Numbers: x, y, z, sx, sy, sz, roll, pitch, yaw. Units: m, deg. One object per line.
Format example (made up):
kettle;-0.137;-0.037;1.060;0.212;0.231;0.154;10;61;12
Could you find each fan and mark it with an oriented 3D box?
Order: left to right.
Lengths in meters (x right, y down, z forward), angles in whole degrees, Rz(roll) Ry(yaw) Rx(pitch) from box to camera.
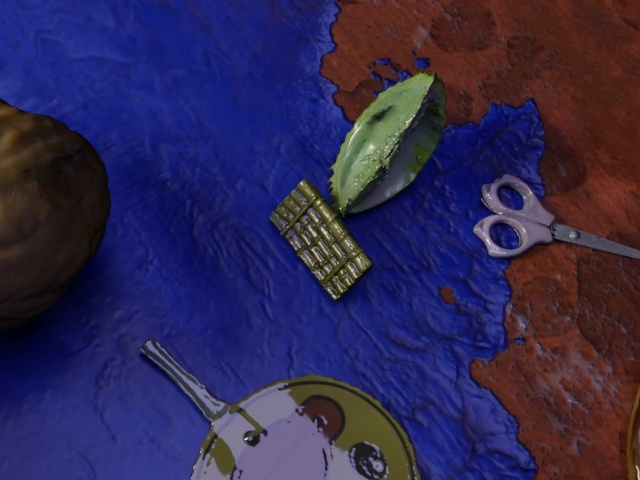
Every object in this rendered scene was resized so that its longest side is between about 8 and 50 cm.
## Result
fan;-0.043;0.206;1.101;0.335;0.011;0.229;42;65;9

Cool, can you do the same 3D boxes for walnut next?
walnut;-0.303;-0.025;1.045;0.225;0.225;0.261;23;24;1

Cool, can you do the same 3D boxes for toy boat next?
toy boat;0.000;0.000;1.180;0.115;0.063;0.016;52;30;16

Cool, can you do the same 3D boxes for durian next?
durian;0.058;-0.089;1.202;0.086;0.100;0.215;38;109;7

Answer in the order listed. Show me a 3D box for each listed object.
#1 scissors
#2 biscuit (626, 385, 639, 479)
scissors;0.258;-0.009;1.257;0.189;0.015;0.100;16;65;-5
biscuit;0.373;0.219;1.151;0.154;0.045;0.299;18;64;-2
